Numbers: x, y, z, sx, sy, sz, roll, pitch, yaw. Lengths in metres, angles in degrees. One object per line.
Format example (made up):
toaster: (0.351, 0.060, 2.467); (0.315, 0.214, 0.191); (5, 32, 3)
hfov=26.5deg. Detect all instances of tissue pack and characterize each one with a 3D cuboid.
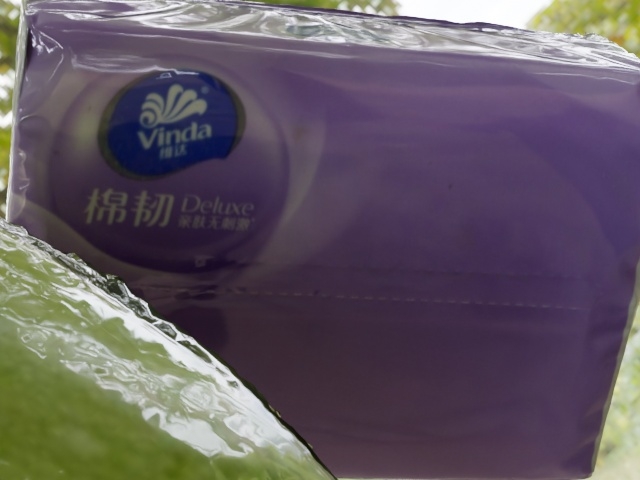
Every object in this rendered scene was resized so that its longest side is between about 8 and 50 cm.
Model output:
tissue pack: (0.000, 0.000, 0.735); (0.160, 0.338, 0.242); (-120, 34, -70)

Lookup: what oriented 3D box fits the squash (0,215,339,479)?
squash: (-0.121, 0.106, 0.383); (0.210, 0.309, 0.234); (-136, 65, -69)
